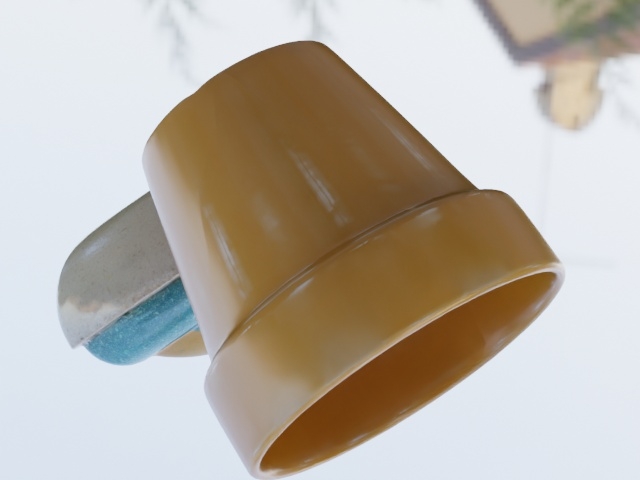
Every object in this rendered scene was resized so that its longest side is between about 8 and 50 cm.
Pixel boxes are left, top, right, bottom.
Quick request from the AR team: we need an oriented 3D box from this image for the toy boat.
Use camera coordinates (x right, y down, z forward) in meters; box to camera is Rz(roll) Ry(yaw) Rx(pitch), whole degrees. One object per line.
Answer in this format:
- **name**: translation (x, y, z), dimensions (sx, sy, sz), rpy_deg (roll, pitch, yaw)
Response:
- **toy boat**: translation (-0.045, 0.003, 1.289), dimensions (0.267, 0.148, 0.318), rpy_deg (-34, 180, -21)

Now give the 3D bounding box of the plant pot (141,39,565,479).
- **plant pot**: translation (0.000, 0.000, 1.042), dimensions (0.205, 0.205, 0.188), rpy_deg (-17, -113, -45)
